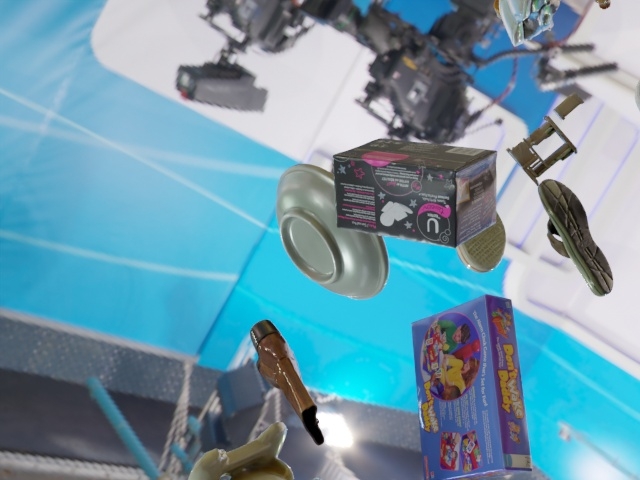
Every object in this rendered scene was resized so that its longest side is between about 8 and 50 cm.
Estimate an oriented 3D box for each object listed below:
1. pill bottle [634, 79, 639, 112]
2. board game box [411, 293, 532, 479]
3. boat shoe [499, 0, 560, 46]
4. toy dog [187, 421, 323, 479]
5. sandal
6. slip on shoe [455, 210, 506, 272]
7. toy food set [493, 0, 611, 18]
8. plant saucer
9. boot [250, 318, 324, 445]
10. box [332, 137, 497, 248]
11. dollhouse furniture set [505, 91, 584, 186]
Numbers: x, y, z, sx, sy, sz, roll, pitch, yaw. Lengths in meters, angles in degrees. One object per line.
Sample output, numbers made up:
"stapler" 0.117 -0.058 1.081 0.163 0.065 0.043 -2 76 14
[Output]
"pill bottle" 0.818 -0.278 2.043 0.146 0.146 0.264 37 178 42
"board game box" 0.301 0.310 1.837 0.078 0.347 0.233 12 154 -33
"boat shoe" 0.374 -0.436 1.589 0.305 0.091 0.109 34 -144 -78
"toy dog" -0.099 0.669 1.948 0.408 0.395 0.284 40 -157 29
"sandal" 0.576 -0.001 2.088 0.120 0.086 0.303 -18 -98 -43
"slip on shoe" 0.307 -0.032 1.891 0.123 0.101 0.331 12 -146 -14
"toy food set" 0.484 -0.515 1.879 0.232 0.111 0.104 -14 158 20
"plant saucer" 0.000 0.000 2.304 0.400 0.100 0.400 35 144 30
"boot" -0.050 0.346 2.049 0.280 0.096 0.264 53 160 39
"box" 0.167 -0.088 1.579 0.247 0.142 0.163 12 -157 35
"dollhouse furniture set" 0.481 -0.201 1.814 0.101 0.182 0.161 49 -168 -1
